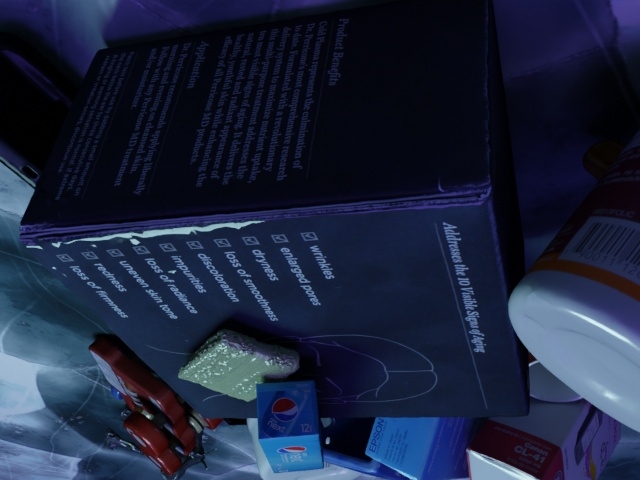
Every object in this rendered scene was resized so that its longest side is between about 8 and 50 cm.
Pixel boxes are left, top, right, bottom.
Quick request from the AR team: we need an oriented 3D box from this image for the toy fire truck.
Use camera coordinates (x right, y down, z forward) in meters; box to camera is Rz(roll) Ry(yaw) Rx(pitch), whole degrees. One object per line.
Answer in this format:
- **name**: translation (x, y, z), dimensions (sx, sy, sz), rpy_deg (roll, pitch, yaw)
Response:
- **toy fire truck**: translation (-0.363, 0.342, 1.603), dimensions (0.254, 0.169, 0.302), rpy_deg (32, 152, 23)

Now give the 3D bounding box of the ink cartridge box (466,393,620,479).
- **ink cartridge box**: translation (0.371, 0.331, 1.219), dimensions (0.131, 0.306, 0.226), rpy_deg (16, 133, 39)

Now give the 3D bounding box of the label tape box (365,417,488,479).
- **label tape box**: translation (0.244, 0.254, 1.239), dimensions (0.115, 0.249, 0.348), rpy_deg (16, 179, 39)

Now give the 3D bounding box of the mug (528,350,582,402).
- **mug**: translation (0.364, 0.136, 1.148), dimensions (0.113, 0.169, 0.150), rpy_deg (6, 135, 9)

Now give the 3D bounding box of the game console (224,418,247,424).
- **game console**: translation (-0.095, 0.439, 1.771), dimensions (0.213, 0.043, 0.361), rpy_deg (-7, 142, 20)

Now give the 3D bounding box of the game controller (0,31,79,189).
- **game controller**: translation (-0.315, -0.112, 0.949), dimensions (0.067, 0.166, 0.319), rpy_deg (-13, 139, 30)

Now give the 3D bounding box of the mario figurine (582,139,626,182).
- **mario figurine**: translation (0.394, 0.002, 0.999), dimensions (0.198, 0.170, 0.320), rpy_deg (16, 132, 27)

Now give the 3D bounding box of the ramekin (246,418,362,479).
- **ramekin**: translation (-0.013, 0.426, 1.600), dimensions (0.278, 0.135, 0.277), rpy_deg (-7, 141, -6)

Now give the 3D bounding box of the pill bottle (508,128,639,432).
- **pill bottle**: translation (0.382, -0.019, 0.722), dimensions (0.224, 0.392, 0.224), rpy_deg (39, 166, 11)

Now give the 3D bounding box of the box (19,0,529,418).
- **box**: translation (0.000, 0.000, 0.929), dimensions (0.472, 0.297, 0.479), rpy_deg (-3, 144, 18)

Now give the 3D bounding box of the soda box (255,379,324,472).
- **soda box**: translation (-0.035, 0.239, 0.944), dimensions (0.071, 0.067, 0.210), rpy_deg (-5, 153, 0)

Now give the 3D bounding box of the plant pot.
- **plant pot**: translation (0.110, 0.311, 1.361), dimensions (0.236, 0.235, 0.212), rpy_deg (2, 155, 45)

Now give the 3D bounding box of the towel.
- **towel**: translation (-0.099, 0.149, 0.888), dimensions (0.110, 0.027, 0.148), rpy_deg (22, 144, -19)

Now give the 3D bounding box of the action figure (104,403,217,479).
- **action figure**: translation (-0.362, 0.481, 1.781), dimensions (0.276, 0.164, 0.141), rpy_deg (15, 161, 19)
